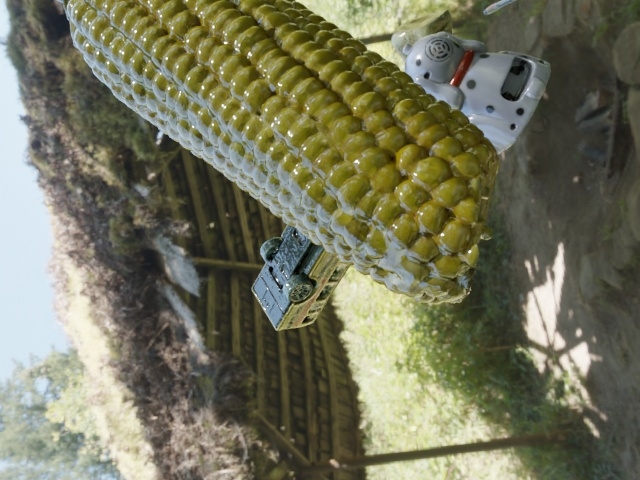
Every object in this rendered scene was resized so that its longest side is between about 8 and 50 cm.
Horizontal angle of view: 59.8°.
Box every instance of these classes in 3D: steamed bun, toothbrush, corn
[{"bbox_3d":[0.293,-0.532,1.538,0.172,0.140,0.155,-46,-56,-40],"label":"steamed bun"},{"bbox_3d":[0.540,-0.641,1.400,0.021,0.269,0.027,67,-158,-2],"label":"toothbrush"},{"bbox_3d":[-0.036,-0.106,0.402,0.144,0.387,0.144,-47,-19,-22],"label":"corn"}]

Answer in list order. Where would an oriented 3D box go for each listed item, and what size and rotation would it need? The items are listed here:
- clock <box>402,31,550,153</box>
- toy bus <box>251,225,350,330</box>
[{"bbox_3d":[0.265,-0.292,1.033,0.189,0.254,0.189,24,-90,-87],"label":"clock"},{"bbox_3d":[0.000,0.000,0.948,0.121,0.123,0.336,54,125,37],"label":"toy bus"}]
